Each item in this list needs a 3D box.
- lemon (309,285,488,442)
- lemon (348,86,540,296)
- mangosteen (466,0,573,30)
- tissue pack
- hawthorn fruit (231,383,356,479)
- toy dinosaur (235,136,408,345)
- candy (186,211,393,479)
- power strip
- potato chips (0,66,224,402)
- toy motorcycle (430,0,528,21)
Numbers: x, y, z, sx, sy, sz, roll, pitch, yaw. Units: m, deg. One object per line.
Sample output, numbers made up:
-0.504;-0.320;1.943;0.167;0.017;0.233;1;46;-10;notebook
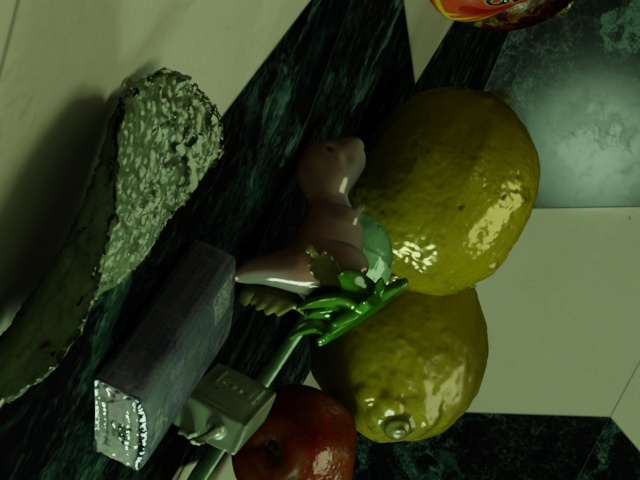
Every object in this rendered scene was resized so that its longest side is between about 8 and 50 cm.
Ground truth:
0.115;0.148;1.798;0.285;0.316;0.285;-21;147;-15;lemon
0.157;-0.060;1.644;0.320;0.245;0.245;-59;172;2;lemon
0.178;-0.319;1.261;0.192;0.192;0.217;-64;151;-5;mangosteen
-0.121;0.090;0.977;0.112;0.051;0.156;101;16;-50;tissue pack
-0.040;0.279;1.658;0.189;0.189;0.189;-63;172;-17;hawthorn fruit
-0.001;-0.001;1.221;0.194;0.177;0.152;-34;172;-7;toy dinosaur
-0.057;0.152;1.444;0.440;0.119;0.119;-57;170;-12;candy
-0.102;0.176;1.257;0.042;0.075;0.175;-66;173;16;power strip
-0.121;-0.002;0.686;0.167;0.059;0.228;-63;179;30;potato chips
0.146;-0.263;0.944;0.298;0.171;0.089;-35;143;-11;toy motorcycle
